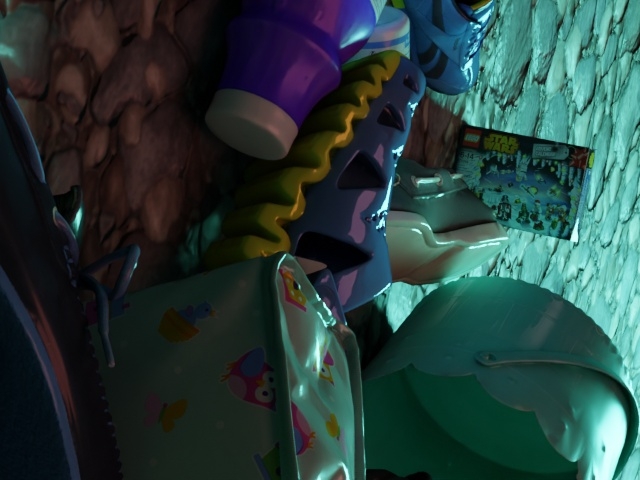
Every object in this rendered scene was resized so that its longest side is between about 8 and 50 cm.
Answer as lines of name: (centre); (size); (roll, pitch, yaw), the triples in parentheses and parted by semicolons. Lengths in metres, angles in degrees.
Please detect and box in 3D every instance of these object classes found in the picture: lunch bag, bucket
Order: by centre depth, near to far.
lunch bag: (-0.087, 0.166, 0.965); (0.160, 0.223, 0.262); (52, 28, -57)
bucket: (0.151, 0.180, 1.477); (0.183, 0.281, 0.281); (-51, 144, -46)

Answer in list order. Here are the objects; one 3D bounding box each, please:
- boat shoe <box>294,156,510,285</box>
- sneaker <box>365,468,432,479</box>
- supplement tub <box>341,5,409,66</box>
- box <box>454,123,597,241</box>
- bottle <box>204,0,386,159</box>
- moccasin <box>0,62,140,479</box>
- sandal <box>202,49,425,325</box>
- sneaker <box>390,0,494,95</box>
boat shoe: (0.055, -0.021, 1.414); (0.319, 0.116, 0.099); (2, 57, -56)
sneaker: (0.049, 0.284, 1.192); (0.185, 0.483, 0.202); (-25, 111, -22)
supplement tub: (0.039, -0.135, 1.323); (0.071, 0.071, 0.107); (-39, 134, -50)
box: (0.198, -0.058, 1.586); (0.027, 0.137, 0.094); (5, 97, -63)
bottle: (-0.001, -0.196, 1.195); (0.283, 0.092, 0.118); (-67, 151, -18)
moccasin: (-0.166, -0.004, 0.850); (0.117, 0.137, 0.342); (-35, 116, -50)
sandal: (0.000, 0.000, 1.214); (0.138, 0.126, 0.317); (34, 75, -20)
sneaker: (0.124, -0.194, 1.448); (0.069, 0.082, 0.209); (-67, 153, -23)
